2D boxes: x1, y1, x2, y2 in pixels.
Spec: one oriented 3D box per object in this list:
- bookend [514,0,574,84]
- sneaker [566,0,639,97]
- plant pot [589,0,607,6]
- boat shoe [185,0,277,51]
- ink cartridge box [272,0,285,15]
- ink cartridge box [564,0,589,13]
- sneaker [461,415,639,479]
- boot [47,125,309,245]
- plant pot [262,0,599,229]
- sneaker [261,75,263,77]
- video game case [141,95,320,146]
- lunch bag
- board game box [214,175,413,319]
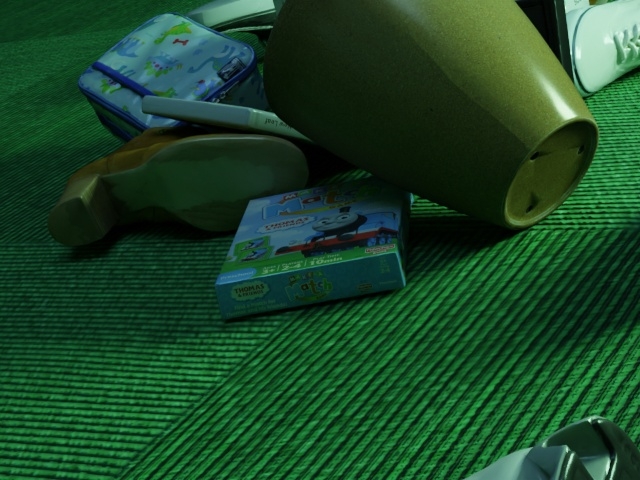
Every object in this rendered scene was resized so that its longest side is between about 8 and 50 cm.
[{"bbox_3d":[0.173,-0.171,1.427,0.156,0.157,0.072,-7,-6,18],"label":"bookend"},{"bbox_3d":[0.339,-0.228,1.577,0.091,0.094,0.258,-5,21,36],"label":"sneaker"},{"bbox_3d":[0.312,-0.384,1.896,0.205,0.205,0.188,-12,35,8],"label":"plant pot"},{"bbox_3d":[-0.047,-0.326,2.092,0.306,0.105,0.113,-17,15,-25],"label":"boat shoe"},{"bbox_3d":[0.068,-0.283,1.544,0.208,0.087,0.153,-7,25,21],"label":"ink cartridge box"},{"bbox_3d":[0.136,-0.222,1.646,0.307,0.129,0.223,0,25,33],"label":"ink cartridge box"},{"bbox_3d":[0.050,0.212,0.604,0.146,0.122,0.330,-24,14,32],"label":"sneaker"},{"bbox_3d":[-0.137,-0.082,1.500,0.295,0.104,0.211,-13,20,16],"label":"boot"},{"bbox_3d":[0.118,-0.132,1.267,0.237,0.237,0.254,-27,53,-30],"label":"plant pot"},{"bbox_3d":[-0.139,-0.172,1.798,0.170,0.063,0.075,-17,17,-15],"label":"sneaker"},{"bbox_3d":[-0.061,-0.123,1.542,0.193,0.023,0.212,9,2,-38],"label":"video game case"},{"bbox_3d":[-0.179,-0.182,1.718,0.176,0.090,0.219,-40,44,-16],"label":"lunch bag"},{"bbox_3d":[0.000,0.000,1.280,0.160,0.039,0.211,-11,19,10],"label":"board game box"}]
